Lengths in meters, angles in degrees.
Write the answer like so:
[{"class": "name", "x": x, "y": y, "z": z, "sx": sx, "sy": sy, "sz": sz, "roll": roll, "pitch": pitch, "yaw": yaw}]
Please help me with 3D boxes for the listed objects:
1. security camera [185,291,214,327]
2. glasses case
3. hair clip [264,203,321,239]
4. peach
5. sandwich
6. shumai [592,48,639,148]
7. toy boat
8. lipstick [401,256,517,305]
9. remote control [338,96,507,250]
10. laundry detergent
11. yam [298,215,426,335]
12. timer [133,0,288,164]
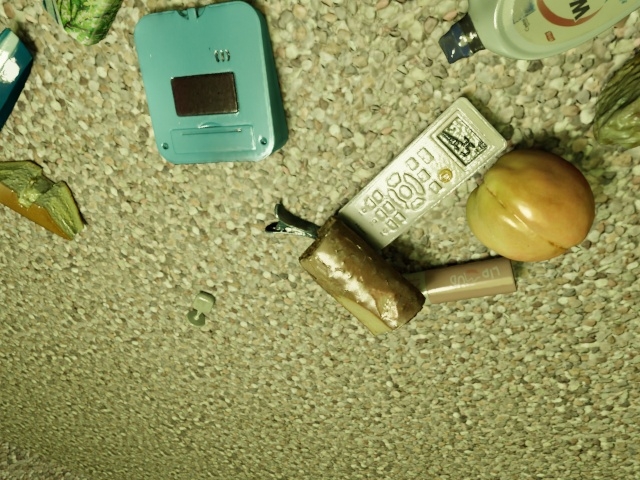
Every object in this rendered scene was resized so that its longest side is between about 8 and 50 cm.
[{"class": "security camera", "x": -0.301, "y": 0.171, "z": 1.141, "sx": 0.058, "sy": 0.058, "sz": 0.092, "roll": 32, "pitch": 115, "yaw": -9}, {"class": "glasses case", "x": -0.333, "y": -0.436, "z": 0.686, "sx": 0.095, "sy": 0.062, "sz": 0.272, "roll": 40, "pitch": 126, "yaw": -15}, {"class": "hair clip", "x": 0.000, "y": 0.000, "z": 0.928, "sx": 0.229, "sy": 0.039, "sz": 0.070, "roll": 25, "pitch": 127, "yaw": -5}, {"class": "peach", "x": 0.331, "y": -0.051, "z": 0.713, "sx": 0.184, "sy": 0.184, "sz": 0.184, "roll": 8, "pitch": 127, "yaw": 10}, {"class": "sandwich", "x": -0.640, "y": -0.102, "z": 1.003, "sx": 0.244, "sy": 0.090, "sz": 0.088, "roll": 36, "pitch": 130, "yaw": -12}, {"class": "shumai", "x": 0.498, "y": -0.183, "z": 0.556, "sx": 0.218, "sy": 0.189, "sz": 0.256, "roll": 32, "pitch": 133, "yaw": -7}, {"class": "toy boat", "x": -0.630, "y": -0.282, "z": 0.868, "sx": 0.061, "sy": 0.096, "sz": 0.299, "roll": 36, "pitch": 125, "yaw": -25}, {"class": "lipstick", "x": 0.251, "y": 0.088, "z": 0.900, "sx": 0.254, "sy": 0.070, "sz": 0.070, "roll": -13, "pitch": 121, "yaw": 24}, {"class": "remote control", "x": 0.166, "y": -0.105, "z": 0.796, "sx": 0.109, "sy": 0.055, "sz": 0.313, "roll": 45, "pitch": 122, "yaw": -4}, {"class": "laundry detergent", "x": 0.269, "y": -0.336, "z": 0.562, "sx": 0.280, "sy": 0.105, "sz": 0.215, "roll": -25, "pitch": 116, "yaw": 31}, {"class": "yam", "x": 0.072, "y": 0.068, "z": 0.846, "sx": 0.238, "sy": 0.128, "sz": 0.129, "roll": 44, "pitch": 116, "yaw": -1}, {"class": "timer", "x": -0.184, "y": -0.265, "z": 0.780, "sx": 0.231, "sy": 0.091, "sz": 0.250, "roll": 2, "pitch": 114, "yaw": 16}]
